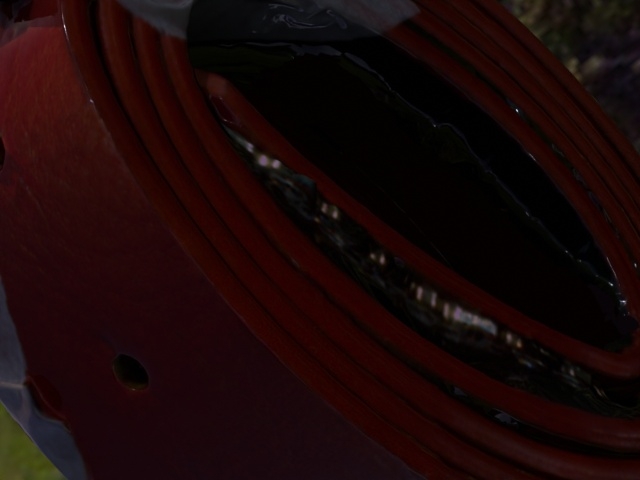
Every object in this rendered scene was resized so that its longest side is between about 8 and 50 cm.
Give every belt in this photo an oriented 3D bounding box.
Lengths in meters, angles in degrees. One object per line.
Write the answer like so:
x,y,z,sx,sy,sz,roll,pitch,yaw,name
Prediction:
0.000,0.000,0.640,0.324,0.227,0.115,41,129,-14,belt
